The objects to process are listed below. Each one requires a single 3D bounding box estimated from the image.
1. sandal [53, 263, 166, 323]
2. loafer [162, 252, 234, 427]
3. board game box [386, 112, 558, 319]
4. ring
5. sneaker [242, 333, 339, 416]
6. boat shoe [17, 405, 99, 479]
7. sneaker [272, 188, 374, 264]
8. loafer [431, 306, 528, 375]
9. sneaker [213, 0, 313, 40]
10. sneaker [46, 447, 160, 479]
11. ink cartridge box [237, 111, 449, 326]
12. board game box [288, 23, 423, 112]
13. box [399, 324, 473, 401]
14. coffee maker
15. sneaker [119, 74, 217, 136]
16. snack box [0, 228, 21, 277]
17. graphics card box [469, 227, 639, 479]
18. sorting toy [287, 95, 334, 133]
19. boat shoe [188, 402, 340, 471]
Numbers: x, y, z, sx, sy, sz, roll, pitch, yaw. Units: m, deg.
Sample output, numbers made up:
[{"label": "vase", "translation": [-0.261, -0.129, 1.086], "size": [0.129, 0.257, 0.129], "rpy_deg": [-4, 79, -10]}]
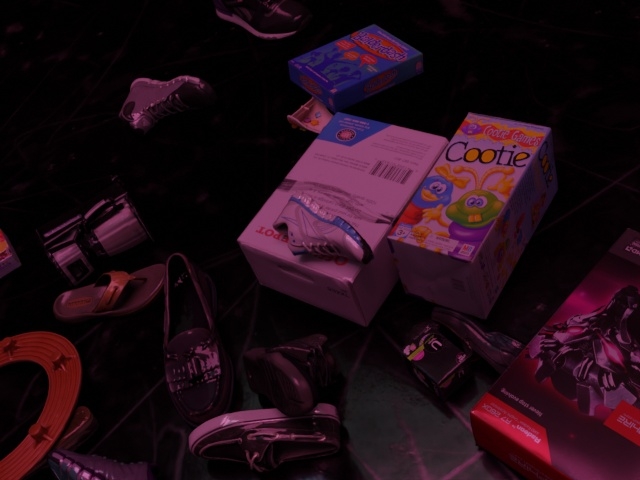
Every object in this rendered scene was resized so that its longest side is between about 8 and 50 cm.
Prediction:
[{"label": "sandal", "translation": [-0.365, 0.085, 1.528], "size": [0.219, 0.060, 0.090], "rpy_deg": [-11, 48, 11]}, {"label": "loafer", "translation": [-0.208, 0.148, 1.391], "size": [0.109, 0.095, 0.302], "rpy_deg": [-19, 47, 4]}, {"label": "board game box", "translation": [0.239, -0.044, 1.362], "size": [0.142, 0.144, 0.275], "rpy_deg": [17, 58, 32]}, {"label": "ring", "translation": [-0.528, 0.274, 1.408], "size": [0.336, 0.032, 0.336], "rpy_deg": [-17, 41, 15]}, {"label": "sneaker", "translation": [-0.022, 0.181, 1.250], "size": [0.130, 0.087, 0.227], "rpy_deg": [-16, 4, -17]}, {"label": "boat shoe", "translation": [-0.401, 0.317, 1.346], "size": [0.152, 0.049, 0.056], "rpy_deg": [-37, 40, -8]}, {"label": "sneaker", "translation": [0.000, 0.000, 1.298], "size": [0.083, 0.071, 0.191], "rpy_deg": [-46, 44, -10]}, {"label": "loafer", "translation": [0.220, 0.145, 1.264], "size": [0.170, 0.062, 0.061], "rpy_deg": [27, 92, 43]}, {"label": "sneaker", "translation": [-0.146, -0.527, 1.936], "size": [0.283, 0.124, 0.107], "rpy_deg": [24, 63, 34]}, {"label": "sneaker", "translation": [-0.291, 0.347, 1.279], "size": [0.224, 0.083, 0.098], "rpy_deg": [23, 41, 28]}, {"label": "ink cartridge box", "translation": [0.050, -0.042, 1.440], "size": [0.223, 0.129, 0.307], "rpy_deg": [19, 60, 31]}, {"label": "board game box", "translation": [0.068, -0.336, 1.719], "size": [0.210, 0.047, 0.160], "rpy_deg": [-28, 45, -22]}, {"label": "box", "translation": [0.165, 0.173, 1.263], "size": [0.062, 0.052, 0.083], "rpy_deg": [-39, 50, -13]}, {"label": "coffee maker", "translation": [-0.410, -0.016, 1.613], "size": [0.178, 0.120, 0.171], "rpy_deg": [-31, 24, -9]}, {"label": "sneaker", "translation": [-0.320, -0.261, 1.809], "size": [0.229, 0.086, 0.132], "rpy_deg": [5, 57, 37]}, {"label": "snack box", "translation": [-0.648, 0.047, 1.680], "size": [0.141, 0.037, 0.100], "rpy_deg": [-34, 47, -10]}, {"label": "graphics card box", "translation": [0.397, 0.172, 1.152], "size": [0.371, 0.094, 0.233], "rpy_deg": [-43, 50, -19]}, {"label": "sorting toy", "translation": [-0.009, -0.227, 1.686], "size": [0.075, 0.045, 0.083], "rpy_deg": [30, 53, 23]}, {"label": "boat shoe", "translation": [-0.080, 0.281, 1.242], "size": [0.219, 0.078, 0.070], "rpy_deg": [-12, 46, 7]}]
